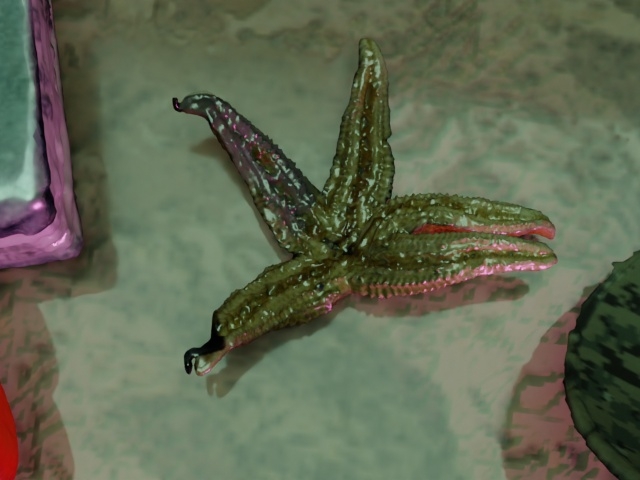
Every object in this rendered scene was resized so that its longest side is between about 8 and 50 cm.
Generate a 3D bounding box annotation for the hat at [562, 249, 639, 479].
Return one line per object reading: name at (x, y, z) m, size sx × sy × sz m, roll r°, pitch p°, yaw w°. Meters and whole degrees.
hat at (0.212, 0.067, 0.448) m, size 0.266 × 0.265 × 0.128 m, roll -14°, pitch 111°, yaw -3°

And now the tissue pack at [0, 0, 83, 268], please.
tissue pack at (-0.219, -0.068, 0.509) m, size 0.257 × 0.081 × 0.185 m, roll -9°, pitch 81°, yaw 0°

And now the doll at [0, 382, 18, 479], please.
doll at (-0.267, 0.078, 0.449) m, size 0.337 × 0.199 × 0.105 m, roll -19°, pitch 43°, yaw 1°

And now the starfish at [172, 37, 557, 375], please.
starfish at (-0.002, 0.001, 0.515) m, size 0.133 × 0.041 × 0.130 m, roll 41°, pitch 74°, yaw 13°
